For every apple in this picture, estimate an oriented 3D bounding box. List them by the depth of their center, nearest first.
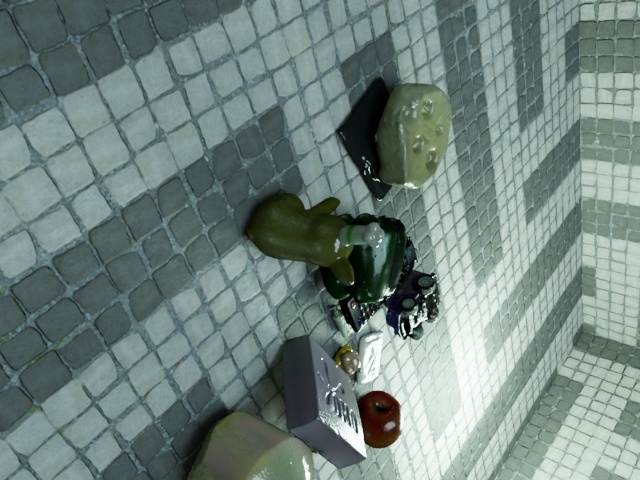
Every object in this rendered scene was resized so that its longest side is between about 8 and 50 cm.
[{"bbox_3d":[0.198,0.613,2.003,0.181,0.181,0.168,-41,154,-33],"label":"apple"}]

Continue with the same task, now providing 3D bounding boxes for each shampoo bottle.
[{"bbox_3d":[0.065,0.247,1.833,0.049,0.034,0.141,-45,132,-20],"label":"shampoo bottle"}]

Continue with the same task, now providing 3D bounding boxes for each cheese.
[{"bbox_3d":[0.283,-0.316,1.779,0.318,0.115,0.326,40,71,-52],"label":"cheese"}]

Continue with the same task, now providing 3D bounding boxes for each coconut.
[{"bbox_3d":[-0.159,0.610,1.481,0.298,0.310,0.297,-19,116,-44],"label":"coconut"}]

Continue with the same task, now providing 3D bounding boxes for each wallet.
[{"bbox_3d":[0.182,-0.297,1.788,0.247,0.041,0.323,-56,135,-22],"label":"wallet"},{"bbox_3d":[0.170,0.404,2.007,0.124,0.032,0.182,-9,108,-50],"label":"wallet"}]

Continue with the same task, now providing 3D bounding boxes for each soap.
[{"bbox_3d":[0.005,0.455,1.654,0.107,0.285,0.296,-26,133,13],"label":"soap"}]

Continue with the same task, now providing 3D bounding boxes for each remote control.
[{"bbox_3d":[0.190,0.126,1.896,0.399,0.062,0.144,-41,122,-38],"label":"remote control"}]

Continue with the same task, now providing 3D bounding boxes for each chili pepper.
[{"bbox_3d":[0.122,0.046,1.675,0.249,0.233,0.256,-3,96,-39],"label":"chili pepper"}]

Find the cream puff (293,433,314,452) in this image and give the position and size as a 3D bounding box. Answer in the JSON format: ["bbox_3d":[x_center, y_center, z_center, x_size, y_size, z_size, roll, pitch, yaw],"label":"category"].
[{"bbox_3d":[-0.032,0.569,1.784,0.149,0.085,0.148,2,88,-52],"label":"cream puff"}]

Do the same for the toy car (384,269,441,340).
[{"bbox_3d":[0.302,0.215,1.996,0.235,0.158,0.172,-43,135,-28],"label":"toy car"}]

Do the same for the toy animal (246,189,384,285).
[{"bbox_3d":[0.003,-0.006,1.450,0.180,0.363,0.180,-25,125,-59],"label":"toy animal"}]

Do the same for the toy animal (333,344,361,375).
[{"bbox_3d":[0.090,0.403,1.874,0.091,0.082,0.114,-28,123,-39],"label":"toy animal"}]
